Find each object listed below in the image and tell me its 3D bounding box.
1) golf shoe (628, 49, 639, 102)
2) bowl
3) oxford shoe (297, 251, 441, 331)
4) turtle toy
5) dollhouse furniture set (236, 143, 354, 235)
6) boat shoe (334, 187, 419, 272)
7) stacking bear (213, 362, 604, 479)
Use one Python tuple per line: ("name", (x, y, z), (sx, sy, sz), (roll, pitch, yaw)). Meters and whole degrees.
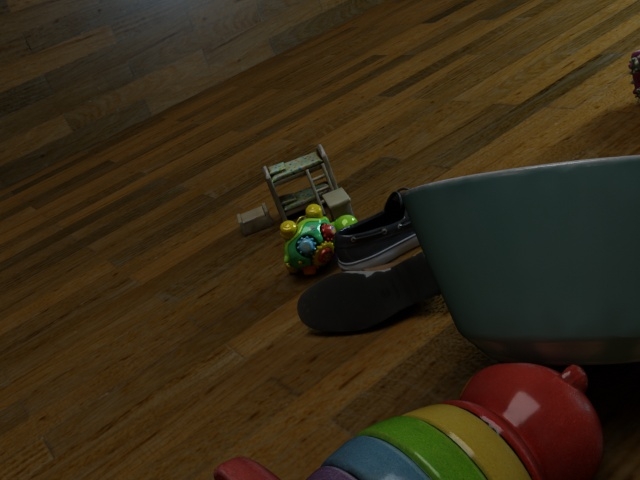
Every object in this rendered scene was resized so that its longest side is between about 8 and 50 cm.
("golf shoe", (0.593, -0.245, 1.067), (0.140, 0.115, 0.306), (-19, 27, -3))
("bowl", (0.237, 0.022, 0.667), (0.311, 0.163, 0.311), (-5, -2, 0))
("oxford shoe", (0.075, 0.066, 0.909), (0.212, 0.076, 0.076), (-17, -4, 13))
("turtle toy", (0.000, 0.000, 1.057), (0.130, 0.095, 0.066), (-34, 50, -25))
("dollhouse furniture set", (-0.056, -0.069, 1.203), (0.182, 0.101, 0.161), (-22, 26, -3))
("boat shoe", (0.115, -0.035, 1.041), (0.228, 0.076, 0.080), (-28, 27, -15))
("stacking bear", (0.094, 0.189, 0.541), (0.289, 0.175, 0.164), (-26, 33, -28))
